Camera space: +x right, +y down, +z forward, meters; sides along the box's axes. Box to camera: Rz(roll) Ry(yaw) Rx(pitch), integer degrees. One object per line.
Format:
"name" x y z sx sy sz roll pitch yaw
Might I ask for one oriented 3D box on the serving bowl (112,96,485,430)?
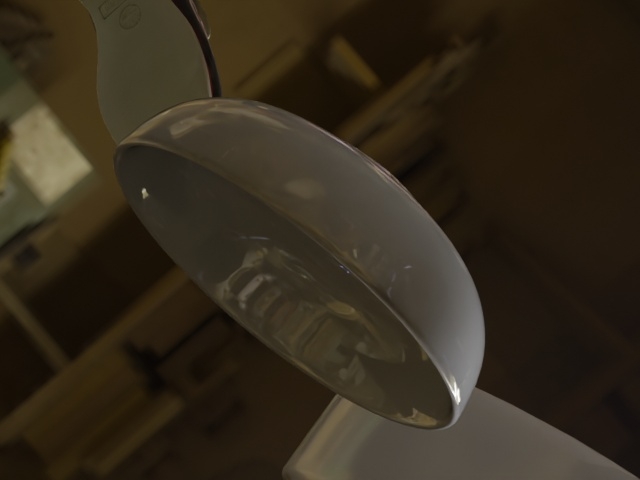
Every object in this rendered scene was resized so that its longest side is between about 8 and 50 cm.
"serving bowl" 0.000 0.000 0.369 0.027 0.083 0.083 -51 -178 -17

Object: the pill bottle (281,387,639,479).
"pill bottle" -0.021 0.225 0.510 0.363 0.210 0.210 -54 -178 -12

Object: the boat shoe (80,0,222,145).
"boat shoe" -0.064 -0.077 0.737 0.049 0.137 0.043 -34 153 17
